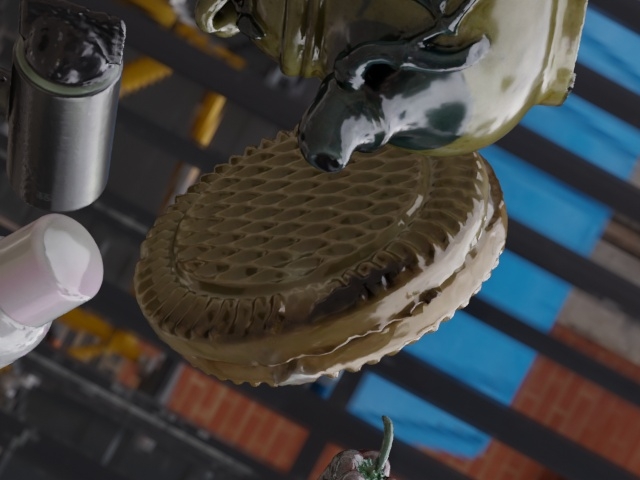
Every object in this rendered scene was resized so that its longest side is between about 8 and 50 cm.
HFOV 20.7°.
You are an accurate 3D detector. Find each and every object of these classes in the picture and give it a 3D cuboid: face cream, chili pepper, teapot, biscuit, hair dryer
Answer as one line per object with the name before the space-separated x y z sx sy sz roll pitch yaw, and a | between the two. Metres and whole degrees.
face cream | -0.242 0.059 1.086 0.269 0.082 0.082 -26 -160 31
chili pepper | 0.002 0.155 0.933 0.153 0.041 0.050 -57 177 33
teapot | 0.029 -0.140 0.837 0.173 0.183 0.269 98 -5 -55
biscuit | 0.000 0.000 1.132 0.259 0.259 0.079 -62 140 -46
hair dryer | -0.259 -0.131 1.229 0.195 0.248 0.078 107 2 -56
